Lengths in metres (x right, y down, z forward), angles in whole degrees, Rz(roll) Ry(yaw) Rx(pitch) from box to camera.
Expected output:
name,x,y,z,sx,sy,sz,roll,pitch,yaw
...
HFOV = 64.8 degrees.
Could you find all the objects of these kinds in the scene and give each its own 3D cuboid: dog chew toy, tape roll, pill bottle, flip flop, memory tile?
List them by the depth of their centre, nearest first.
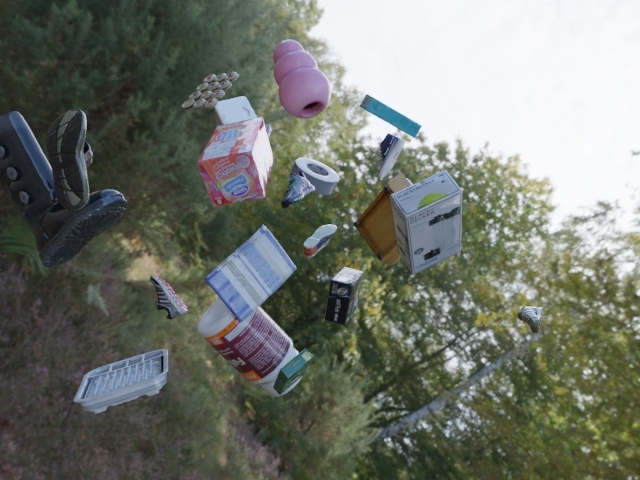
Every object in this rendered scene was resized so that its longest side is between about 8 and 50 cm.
name,x,y,z,sx,sy,sz,roll,pitch,yaw
memory tile,-0.287,-0.389,1.310,0.113,0.148,0.012,6,-36,30
flip flop,-0.651,-0.212,1.341,0.080,0.112,0.276,27,52,-77
pill bottle,-0.245,0.383,1.868,0.392,0.224,0.224,50,-9,-20
dog chew toy,-0.090,-0.652,1.998,0.206,0.207,0.331,100,-29,-70
tape roll,-0.026,-0.296,2.316,0.219,0.219,0.072,50,-56,39

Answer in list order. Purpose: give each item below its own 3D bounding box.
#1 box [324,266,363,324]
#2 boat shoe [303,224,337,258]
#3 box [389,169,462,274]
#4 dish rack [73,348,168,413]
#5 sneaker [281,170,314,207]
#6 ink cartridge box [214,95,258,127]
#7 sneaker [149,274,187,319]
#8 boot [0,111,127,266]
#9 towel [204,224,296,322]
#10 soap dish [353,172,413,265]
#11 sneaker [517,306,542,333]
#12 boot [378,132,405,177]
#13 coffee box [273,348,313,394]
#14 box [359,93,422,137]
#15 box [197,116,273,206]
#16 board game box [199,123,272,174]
name,x,y,z,sx,sy,sz,roll,pitch,yaw
box,0.084,0.189,1.754,0.180,0.078,0.147,-33,135,-70
boat shoe,0.000,0.000,1.423,0.049,0.137,0.043,18,-50,31
box,0.297,-0.042,1.401,0.289,0.169,0.087,71,-7,-53
dish rack,-0.641,0.466,1.669,0.333,0.286,0.072,-174,-110,-73
sneaker,-0.102,-0.187,1.827,0.098,0.083,0.223,61,26,-8
ink cartridge box,-0.279,-0.323,1.757,0.283,0.117,0.207,93,-25,-49
sneaker,-0.511,0.188,1.641,0.170,0.075,0.063,48,-5,9
boot,-0.817,-0.197,1.520,0.445,0.367,0.146,59,20,8
towel,-0.232,0.111,1.721,0.209,0.285,0.034,54,-23,-20
soap dish,0.266,-0.071,1.868,0.228,0.118,0.291,57,-44,19
sneaker,0.819,0.309,1.981,0.086,0.192,0.064,5,-73,26
boot,0.287,-0.373,2.212,0.086,0.189,0.069,33,7,23
coffee box,-0.091,0.426,1.629,0.040,0.113,0.184,45,-30,17
box,0.284,-0.503,2.038,0.244,0.060,0.100,24,17,-20
box,-0.235,-0.234,1.456,0.300,0.154,0.142,-91,170,-59
board game box,-0.391,-0.411,2.334,0.242,0.316,0.064,19,-5,9
